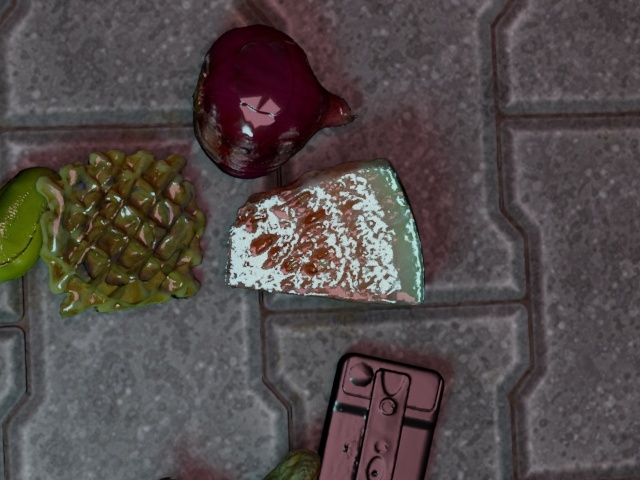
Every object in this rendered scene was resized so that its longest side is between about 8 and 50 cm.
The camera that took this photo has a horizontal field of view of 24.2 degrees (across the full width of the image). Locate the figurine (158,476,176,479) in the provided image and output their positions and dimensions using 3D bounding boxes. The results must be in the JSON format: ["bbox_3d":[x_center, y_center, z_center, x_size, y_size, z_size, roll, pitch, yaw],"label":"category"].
[{"bbox_3d":[-0.171,0.395,1.870,0.137,0.112,0.229,-3,101,-2],"label":"figurine"}]

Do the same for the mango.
[{"bbox_3d":[-0.380,-0.020,1.870,0.091,0.074,0.165,36,68,-13],"label":"mango"}]

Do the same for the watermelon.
[{"bbox_3d":[0.000,0.000,1.918,0.256,0.140,0.193,-8,93,-1],"label":"watermelon"}]

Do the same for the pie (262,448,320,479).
[{"bbox_3d":[-0.066,0.380,1.839,0.090,0.201,0.248,16,49,7],"label":"pie"}]

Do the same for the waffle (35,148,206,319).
[{"bbox_3d":[-0.246,-0.015,1.879,0.223,0.054,0.204,-9,90,-27],"label":"waffle"}]

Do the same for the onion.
[{"bbox_3d":[-0.052,-0.174,1.910,0.218,0.140,0.195,8,79,-13],"label":"onion"}]

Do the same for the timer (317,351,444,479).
[{"bbox_3d":[0.078,0.249,1.944,0.144,0.055,0.187,13,86,-10],"label":"timer"}]
